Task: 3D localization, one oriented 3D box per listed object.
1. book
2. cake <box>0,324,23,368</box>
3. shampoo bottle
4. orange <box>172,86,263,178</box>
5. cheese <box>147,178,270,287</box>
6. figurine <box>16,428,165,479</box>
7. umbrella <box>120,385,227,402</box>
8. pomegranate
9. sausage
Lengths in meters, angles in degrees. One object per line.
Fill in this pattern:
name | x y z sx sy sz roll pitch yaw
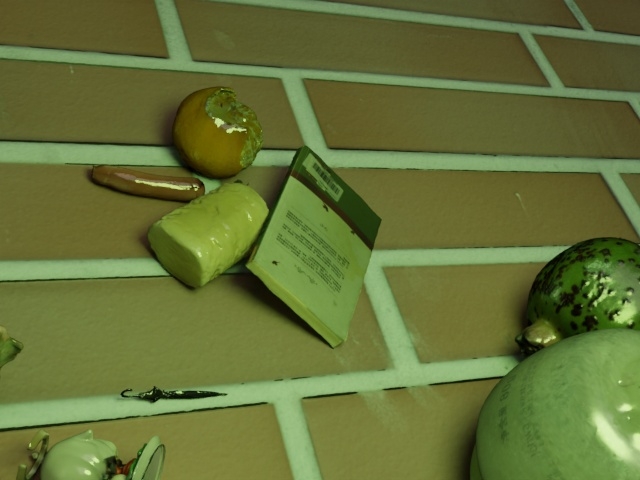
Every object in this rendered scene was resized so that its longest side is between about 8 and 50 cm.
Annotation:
book | 0.000 0.000 1.361 0.201 0.026 0.289 45 41 -21
cake | -0.500 0.097 0.962 0.286 0.222 0.227 -24 67 -39
shampoo bottle | 0.370 0.283 1.144 0.323 0.317 0.322 12 47 -13
orange | -0.166 -0.180 1.420 0.157 0.134 0.156 6 61 -11
cheese | -0.160 -0.013 1.303 0.123 0.093 0.167 45 48 13
figurine | -0.272 0.268 1.004 0.154 0.132 0.132 16 46 4
umbrella | -0.194 0.206 1.156 0.149 0.022 0.022 9 44 -31
pomegranate | 0.433 0.124 1.374 0.271 0.254 0.254 -25 63 -13
sausage | -0.267 -0.090 1.358 0.177 0.040 0.047 8 50 -18
